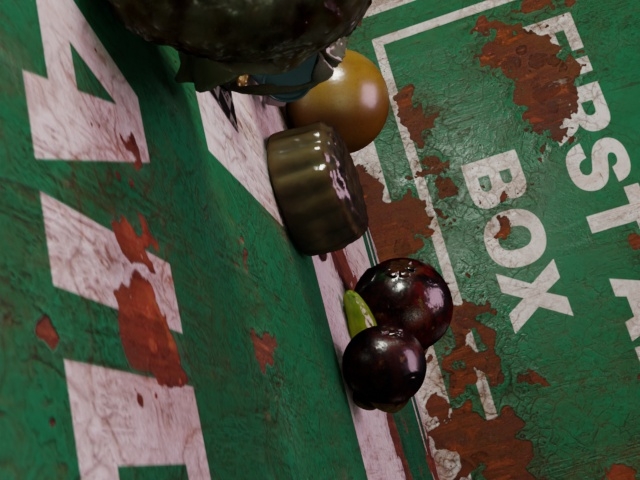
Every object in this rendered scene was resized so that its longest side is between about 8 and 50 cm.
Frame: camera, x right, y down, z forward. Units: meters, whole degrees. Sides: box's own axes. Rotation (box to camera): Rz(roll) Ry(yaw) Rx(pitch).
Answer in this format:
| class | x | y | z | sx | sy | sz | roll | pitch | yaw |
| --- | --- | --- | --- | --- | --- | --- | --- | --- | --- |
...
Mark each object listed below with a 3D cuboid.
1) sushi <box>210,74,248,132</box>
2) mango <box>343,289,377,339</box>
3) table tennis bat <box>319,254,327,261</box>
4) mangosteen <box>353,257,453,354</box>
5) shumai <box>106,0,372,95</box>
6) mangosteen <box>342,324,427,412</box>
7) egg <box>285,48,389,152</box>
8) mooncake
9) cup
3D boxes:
| class | x | y | z | sx | sy | sz | roll | pitch | yaw |
| --- | --- | --- | --- | --- | --- | --- | --- | --- | --- |
| sushi | -0.189 | -0.368 | 1.389 | 0.290 | 0.050 | 0.264 | 58 | 17 | -59 |
| mango | 0.106 | 0.207 | 2.087 | 0.091 | 0.074 | 0.165 | -34 | 107 | -79 |
| table tennis bat | 0.000 | 0.000 | 2.021 | 0.158 | 0.014 | 0.095 | -67 | 138 | -74 |
| mangosteen | 0.227 | 0.199 | 2.234 | 0.311 | 0.311 | 0.311 | -17 | 90 | -82 |
| shumai | -0.121 | -0.333 | 1.040 | 0.348 | 0.395 | 0.395 | 106 | -28 | -65 |
| mangosteen | 0.144 | 0.291 | 1.793 | 0.210 | 0.210 | 0.210 | -17 | 90 | -82 |
| egg | 0.045 | -0.380 | 2.150 | 0.351 | 0.282 | 0.283 | -98 | 168 | -60 |
| mooncake | -0.002 | -0.116 | 1.729 | 0.290 | 0.161 | 0.290 | -18 | 90 | -80 |
| cup | -0.083 | -0.442 | 1.771 | 0.290 | 0.219 | 0.258 | 110 | -22 | -45 |
